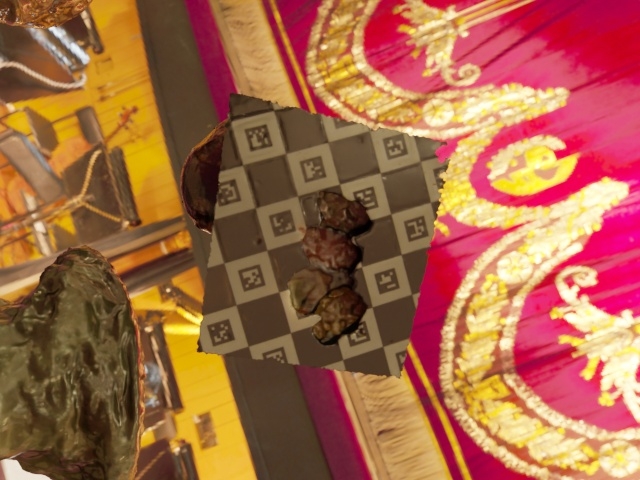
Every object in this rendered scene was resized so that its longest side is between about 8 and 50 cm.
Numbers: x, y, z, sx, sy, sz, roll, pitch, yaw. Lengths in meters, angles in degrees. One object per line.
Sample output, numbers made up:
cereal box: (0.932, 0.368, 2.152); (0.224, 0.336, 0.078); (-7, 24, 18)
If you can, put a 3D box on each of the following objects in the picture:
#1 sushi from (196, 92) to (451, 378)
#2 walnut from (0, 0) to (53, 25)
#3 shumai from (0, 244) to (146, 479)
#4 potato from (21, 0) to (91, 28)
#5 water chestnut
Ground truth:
sushi: (0.000, 0.000, 0.767); (0.050, 0.264, 0.290); (-156, -104, -78)
walnut: (-0.447, -0.380, 0.940); (0.162, 0.140, 0.140); (16, -47, 62)
shumai: (-0.435, 0.203, 0.943); (0.324, 0.323, 0.397); (-39, -121, 52)
potato: (-0.558, -0.501, 1.179); (0.301, 0.289, 0.237); (89, -13, -65)
water chestnut: (-0.080, -0.067, 0.922); (0.223, 0.224, 0.238); (-106, -153, -63)
